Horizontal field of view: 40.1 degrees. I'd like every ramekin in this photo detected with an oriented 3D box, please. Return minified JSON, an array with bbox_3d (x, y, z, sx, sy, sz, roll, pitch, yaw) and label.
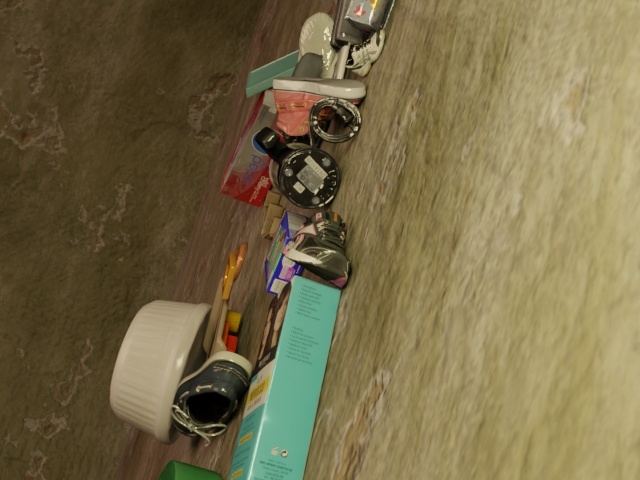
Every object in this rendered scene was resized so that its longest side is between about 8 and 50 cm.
[{"bbox_3d":[-0.298,0.238,1.658,0.273,0.127,0.273,15,-90,-86],"label":"ramekin"}]

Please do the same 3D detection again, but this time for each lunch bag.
[{"bbox_3d":[0.074,-0.331,1.239,0.083,0.053,0.071,3,-73,-77],"label":"lunch bag"}]

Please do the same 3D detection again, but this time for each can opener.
[{"bbox_3d":[0.020,-0.326,1.352,0.076,0.095,0.283,178,103,-79],"label":"can opener"}]

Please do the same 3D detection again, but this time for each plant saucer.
[{"bbox_3d":[-0.057,-0.321,1.608,0.192,0.018,0.067,-19,42,25],"label":"plant saucer"},{"bbox_3d":[-0.173,0.042,1.832,0.083,0.013,0.083,-161,90,-77],"label":"plant saucer"}]

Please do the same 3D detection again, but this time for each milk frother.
[{"bbox_3d":[-0.008,-0.126,1.236,0.143,0.129,0.135,-28,13,-5],"label":"milk frother"}]

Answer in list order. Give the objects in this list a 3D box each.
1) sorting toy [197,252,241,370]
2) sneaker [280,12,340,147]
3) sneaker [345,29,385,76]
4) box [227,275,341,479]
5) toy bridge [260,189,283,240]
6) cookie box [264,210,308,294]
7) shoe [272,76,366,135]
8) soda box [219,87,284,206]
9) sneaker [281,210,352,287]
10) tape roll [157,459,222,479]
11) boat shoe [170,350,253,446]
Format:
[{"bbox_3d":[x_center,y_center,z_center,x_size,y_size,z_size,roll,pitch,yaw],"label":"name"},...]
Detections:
[{"bbox_3d":[-0.172,0.187,1.518,0.196,0.047,0.348,-95,20,-56],"label":"sorting toy"},{"bbox_3d":[-0.005,-0.250,1.438,0.086,0.085,0.237,11,-90,-65],"label":"sneaker"},{"bbox_3d":[0.062,-0.265,1.231,0.083,0.037,0.032,125,161,-47],"label":"sneaker"},{"bbox_3d":[-0.042,0.171,0.981,0.100,0.060,0.244,132,154,-60],"label":"box"},{"bbox_3d":[-0.085,-0.034,1.542,0.188,0.026,0.063,-109,38,-70],"label":"toy bridge"},{"bbox_3d":[-0.048,0.019,1.273,0.107,0.040,0.092,-100,31,-67],"label":"cookie box"},{"bbox_3d":[-0.002,-0.192,1.271,0.178,0.063,0.081,15,114,45],"label":"shoe"},{"bbox_3d":[-0.111,-0.187,1.719,0.263,0.092,0.083,123,160,-45],"label":"soda box"},{"bbox_3d":[0.000,0.000,1.044,0.077,0.072,0.178,-60,18,0],"label":"sneaker"},{"bbox_3d":[-0.229,0.488,1.276,0.321,0.077,0.321,-162,90,-77],"label":"tape roll"},{"bbox_3d":[-0.180,0.261,1.377,0.254,0.095,0.079,-43,18,47],"label":"boat shoe"}]
